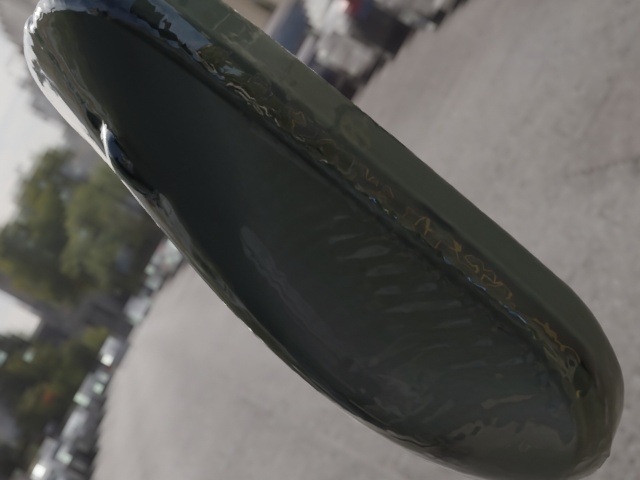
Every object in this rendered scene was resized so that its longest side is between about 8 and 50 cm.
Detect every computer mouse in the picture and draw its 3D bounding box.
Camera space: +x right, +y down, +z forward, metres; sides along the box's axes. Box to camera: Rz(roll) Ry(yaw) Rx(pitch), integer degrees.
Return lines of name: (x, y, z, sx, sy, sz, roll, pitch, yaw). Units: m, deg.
computer mouse: (-0.004, 0.005, 0.861, 0.095, 0.331, 0.197, -53, 7, -20)
